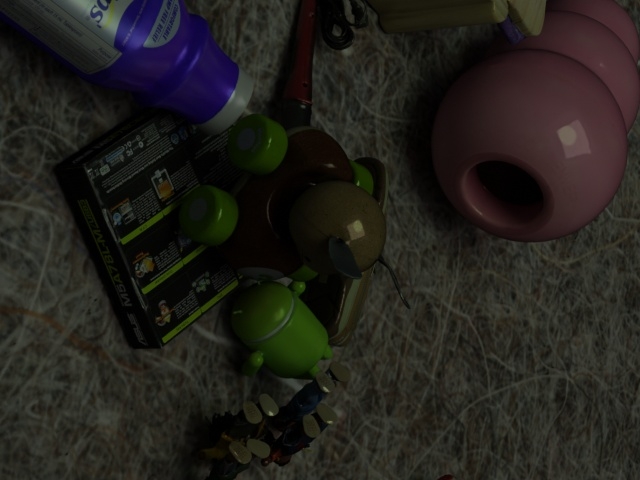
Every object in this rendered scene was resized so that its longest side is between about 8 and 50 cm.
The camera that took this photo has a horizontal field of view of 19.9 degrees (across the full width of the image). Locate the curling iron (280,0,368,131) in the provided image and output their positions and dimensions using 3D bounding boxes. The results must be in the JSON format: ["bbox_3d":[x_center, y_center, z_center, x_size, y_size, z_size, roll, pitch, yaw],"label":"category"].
[{"bbox_3d":[-0.008,-0.137,1.757,0.035,0.068,0.274,84,18,-62],"label":"curling iron"}]

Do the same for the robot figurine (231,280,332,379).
[{"bbox_3d":[-0.038,0.084,1.717,0.115,0.067,0.101,48,60,-34],"label":"robot figurine"}]

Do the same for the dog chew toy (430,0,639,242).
[{"bbox_3d":[0.250,-0.150,1.959,0.207,0.206,0.332,59,41,-27],"label":"dog chew toy"}]

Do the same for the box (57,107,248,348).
[{"bbox_3d":[-0.130,-0.027,1.642,0.190,0.045,0.184,-40,119,-42],"label":"box"}]

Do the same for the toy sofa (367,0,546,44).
[{"bbox_3d":[0.165,-0.383,1.906,0.177,0.150,0.363,41,59,-44],"label":"toy sofa"}]

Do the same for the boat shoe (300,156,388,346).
[{"bbox_3d":[0.030,0.013,1.808,0.072,0.068,0.190,34,73,-55],"label":"boat shoe"}]

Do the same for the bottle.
[{"bbox_3d":[-0.178,-0.191,1.539,0.283,0.092,0.118,37,57,-31],"label":"bottle"}]

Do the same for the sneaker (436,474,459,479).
[{"bbox_3d":[0.162,0.347,1.899,0.088,0.092,0.225,-31,110,-44],"label":"sneaker"}]

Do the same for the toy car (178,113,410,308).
[{"bbox_3d":[0.000,0.000,1.588,0.155,0.188,0.149,23,106,-47],"label":"toy car"}]

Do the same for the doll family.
[{"bbox_3d":[-0.047,0.178,1.677,0.193,0.111,0.076,-16,66,-35],"label":"doll family"}]
